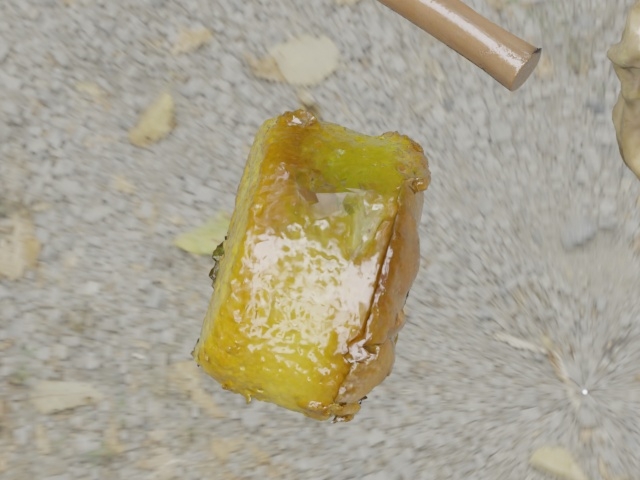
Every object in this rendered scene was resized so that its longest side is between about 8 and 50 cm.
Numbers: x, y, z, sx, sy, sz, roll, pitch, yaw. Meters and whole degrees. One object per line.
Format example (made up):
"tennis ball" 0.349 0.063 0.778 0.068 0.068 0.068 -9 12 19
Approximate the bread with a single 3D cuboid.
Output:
"bread" 0.003 -0.003 1.380 0.160 0.147 0.260 18 58 -1

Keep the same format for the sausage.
"sausage" 0.054 -0.111 0.862 0.116 0.026 0.026 35 91 21

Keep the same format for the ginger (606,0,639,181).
"ginger" 0.189 -0.009 0.552 0.270 0.123 0.219 4 52 -27
